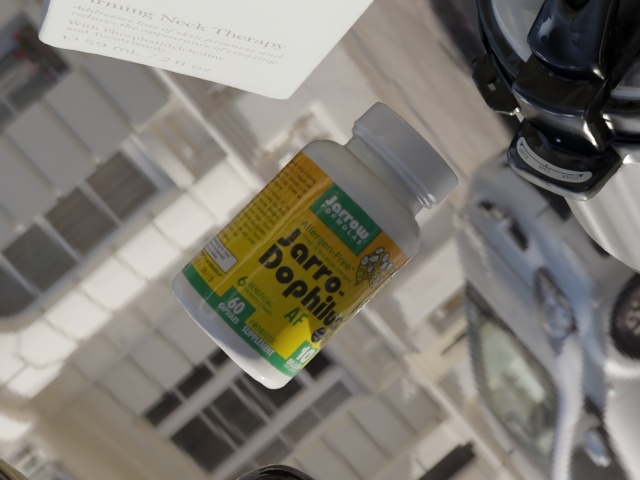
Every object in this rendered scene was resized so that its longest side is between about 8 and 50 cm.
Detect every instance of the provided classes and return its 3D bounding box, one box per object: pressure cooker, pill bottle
[{"bbox_3d":[0.331,-0.185,1.184,0.420,0.375,0.370,49,-149,-51],"label":"pressure cooker"},{"bbox_3d":[0.000,0.000,1.006,0.117,0.208,0.117,45,180,0],"label":"pill bottle"}]

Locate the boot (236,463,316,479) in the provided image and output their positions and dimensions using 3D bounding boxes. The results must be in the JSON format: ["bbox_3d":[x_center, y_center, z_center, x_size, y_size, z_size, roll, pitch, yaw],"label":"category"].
[{"bbox_3d":[0.034,0.252,1.020,0.338,0.118,0.223,52,-168,-22],"label":"boot"}]

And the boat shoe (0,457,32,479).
[{"bbox_3d":[-0.317,0.146,0.927,0.355,0.132,0.130,32,177,11],"label":"boat shoe"}]

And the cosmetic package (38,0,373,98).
[{"bbox_3d":[-0.116,-0.400,1.534,0.329,0.327,0.393,12,164,-15],"label":"cosmetic package"}]
